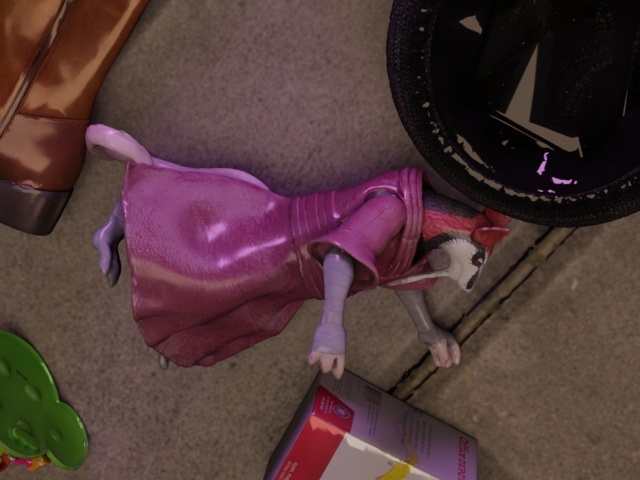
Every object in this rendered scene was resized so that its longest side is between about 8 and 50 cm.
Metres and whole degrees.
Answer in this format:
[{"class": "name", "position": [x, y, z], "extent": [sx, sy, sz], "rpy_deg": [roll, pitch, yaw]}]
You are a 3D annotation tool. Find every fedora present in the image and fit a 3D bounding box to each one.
[{"class": "fedora", "position": [0.219, -0.183, 1.563], "extent": [0.334, 0.152, 0.334], "rpy_deg": [8, 118, 15]}]

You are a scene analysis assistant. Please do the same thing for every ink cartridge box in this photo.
[{"class": "ink cartridge box", "position": [0.047, 0.227, 1.744], "extent": [0.176, 0.128, 0.127], "rpy_deg": [27, 109, -3]}]

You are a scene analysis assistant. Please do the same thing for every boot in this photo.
[{"class": "boot", "position": [-0.312, -0.177, 1.666], "extent": [0.264, 0.096, 0.280], "rpy_deg": [25, 105, 6]}]

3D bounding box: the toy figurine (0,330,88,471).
[{"class": "toy figurine", "position": [-0.343, 0.188, 1.798], "extent": [0.159, 0.130, 0.173], "rpy_deg": [-24, 130, 27]}]

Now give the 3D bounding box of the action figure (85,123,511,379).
[{"class": "action figure", "position": [0.000, 0.000, 1.671], "extent": [0.370, 0.248, 0.276], "rpy_deg": [-15, 80, 11]}]
